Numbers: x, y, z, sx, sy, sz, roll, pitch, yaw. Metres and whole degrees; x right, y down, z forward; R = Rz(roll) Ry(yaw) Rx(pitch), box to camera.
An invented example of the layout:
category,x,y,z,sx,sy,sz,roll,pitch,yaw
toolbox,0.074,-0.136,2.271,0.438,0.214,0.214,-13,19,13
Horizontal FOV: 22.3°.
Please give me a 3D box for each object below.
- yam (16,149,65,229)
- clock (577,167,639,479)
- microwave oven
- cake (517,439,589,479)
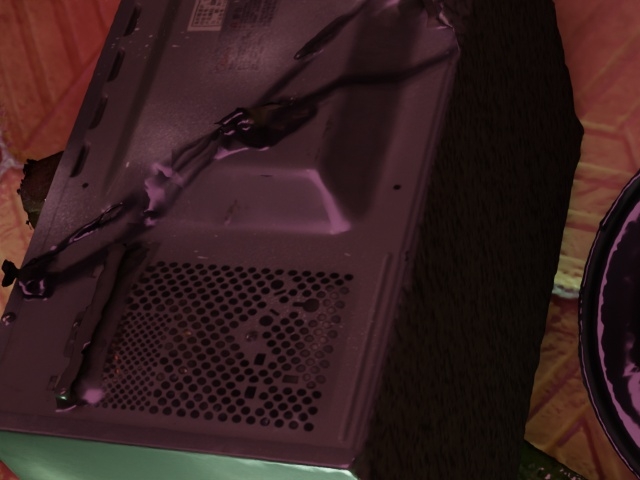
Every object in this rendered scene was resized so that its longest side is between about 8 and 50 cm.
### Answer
category,x,y,z,sx,sy,sz,roll,pitch,yaw
yam,-0.170,-0.050,1.334,0.141,0.079,0.079,-18,83,20
clock,0.343,0.060,1.145,0.319,0.066,0.318,0,90,20
microwave oven,0.000,0.000,1.046,0.236,0.374,0.432,3,59,21
cake,0.127,0.196,1.192,0.235,0.099,0.100,32,76,18
